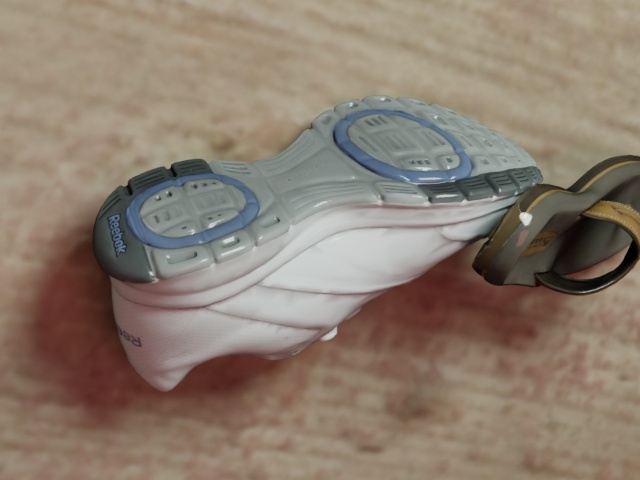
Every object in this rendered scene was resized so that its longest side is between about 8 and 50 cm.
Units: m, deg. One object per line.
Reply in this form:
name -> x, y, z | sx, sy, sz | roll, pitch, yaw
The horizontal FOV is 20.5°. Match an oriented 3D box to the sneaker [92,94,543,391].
sneaker -> 0.000, 0.000, 1.081 | 0.297, 0.111, 0.129 | -15, 134, -22

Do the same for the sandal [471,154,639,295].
sandal -> 0.172, -0.002, 1.128 | 0.219, 0.060, 0.090 | -9, 133, -60
